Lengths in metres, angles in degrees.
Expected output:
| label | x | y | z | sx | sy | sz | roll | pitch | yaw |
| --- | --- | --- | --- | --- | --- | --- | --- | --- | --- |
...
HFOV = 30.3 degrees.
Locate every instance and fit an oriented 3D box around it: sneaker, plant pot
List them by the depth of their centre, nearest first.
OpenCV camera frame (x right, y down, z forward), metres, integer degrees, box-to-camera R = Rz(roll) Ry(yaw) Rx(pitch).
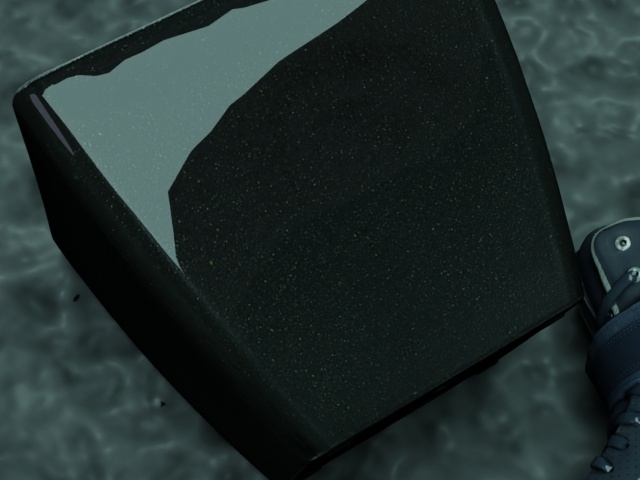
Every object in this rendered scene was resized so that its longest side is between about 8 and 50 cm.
| label | x | y | z | sx | sy | sz | roll | pitch | yaw |
| --- | --- | --- | --- | --- | --- | --- | --- | --- | --- |
| sneaker | 0.120 | 0.086 | 0.507 | 0.226 | 0.086 | 0.163 | -23 | 64 | -10 |
| plant pot | 0.000 | 0.000 | 0.507 | 0.187 | 0.188 | 0.167 | -28 | 80 | -15 |
